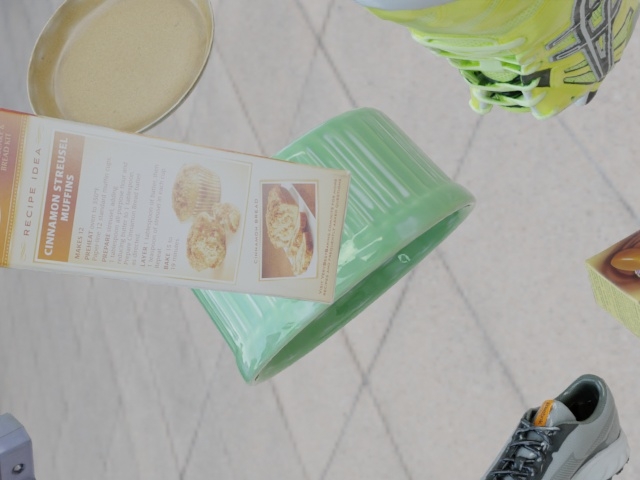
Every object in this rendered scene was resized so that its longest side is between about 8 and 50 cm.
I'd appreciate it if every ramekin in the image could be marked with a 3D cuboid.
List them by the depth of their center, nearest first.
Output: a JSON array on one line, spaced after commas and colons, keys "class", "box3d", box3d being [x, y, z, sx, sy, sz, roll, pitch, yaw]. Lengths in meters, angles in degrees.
[{"class": "ramekin", "box3d": [0.000, 0.000, 1.158, 0.148, 0.303, 0.303, 51, 146, 9]}]

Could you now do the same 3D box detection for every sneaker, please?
[{"class": "sneaker", "box3d": [0.139, -0.151, 0.741, 0.145, 0.384, 0.147, 12, 105, 31]}, {"class": "sneaker", "box3d": [0.210, 0.229, 1.123, 0.100, 0.271, 0.108, 12, 125, 44]}]

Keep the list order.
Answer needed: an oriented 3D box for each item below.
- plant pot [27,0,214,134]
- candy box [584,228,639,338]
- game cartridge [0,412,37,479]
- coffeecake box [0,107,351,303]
[{"class": "plant pot", "box3d": [-0.220, -0.206, 1.251, 0.032, 0.236, 0.236, 47, -156, -57]}, {"class": "candy box", "box3d": [0.296, 0.046, 0.829, 0.187, 0.109, 0.053, 48, 165, 55]}, {"class": "game cartridge", "box3d": [-0.376, 0.343, 1.067, 0.068, 0.230, 0.355, 37, 138, 30]}, {"class": "coffeecake box", "box3d": [-0.103, -0.016, 0.539, 0.142, 0.185, 0.068, 6, 89, 58]}]
